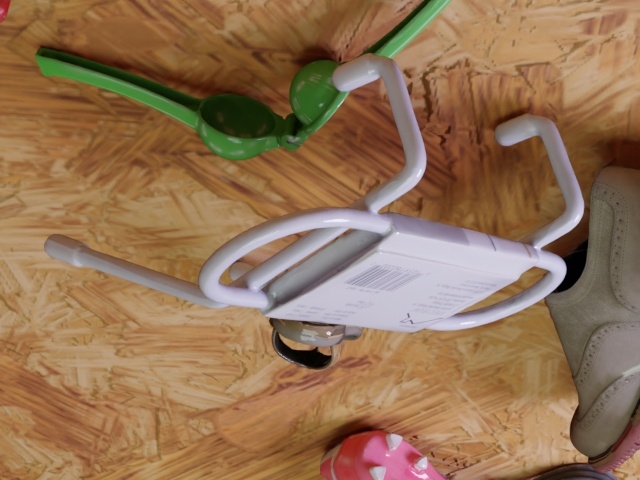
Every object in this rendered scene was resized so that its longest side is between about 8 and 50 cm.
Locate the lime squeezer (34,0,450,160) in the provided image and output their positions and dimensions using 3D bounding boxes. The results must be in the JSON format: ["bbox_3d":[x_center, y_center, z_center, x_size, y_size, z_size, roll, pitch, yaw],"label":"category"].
[{"bbox_3d":[-0.030,-0.114,1.098,0.310,0.059,0.110,-10,107,17],"label":"lime squeezer"}]

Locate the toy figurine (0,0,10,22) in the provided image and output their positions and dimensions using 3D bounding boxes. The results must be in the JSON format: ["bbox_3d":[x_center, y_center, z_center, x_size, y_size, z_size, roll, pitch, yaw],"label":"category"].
[{"bbox_3d":[-0.299,-0.105,0.983,0.191,0.217,0.362,24,137,-24],"label":"toy figurine"}]

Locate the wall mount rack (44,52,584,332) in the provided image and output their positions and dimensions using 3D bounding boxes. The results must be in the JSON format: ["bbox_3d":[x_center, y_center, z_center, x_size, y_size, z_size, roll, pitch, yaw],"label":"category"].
[{"bbox_3d":[0.000,0.000,1.113,0.304,0.130,0.350,-31,156,30],"label":"wall mount rack"}]

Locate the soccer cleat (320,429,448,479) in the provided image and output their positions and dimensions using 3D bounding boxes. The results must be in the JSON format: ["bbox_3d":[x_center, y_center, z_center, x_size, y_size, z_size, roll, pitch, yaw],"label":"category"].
[{"bbox_3d":[0.105,0.263,1.492,0.248,0.083,0.095,43,149,-19],"label":"soccer cleat"}]

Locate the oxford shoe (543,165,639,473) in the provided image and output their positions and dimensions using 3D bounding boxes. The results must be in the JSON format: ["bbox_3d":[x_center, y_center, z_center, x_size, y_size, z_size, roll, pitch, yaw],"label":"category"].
[{"bbox_3d":[0.233,0.058,1.256,0.130,0.123,0.348,26,143,13],"label":"oxford shoe"}]

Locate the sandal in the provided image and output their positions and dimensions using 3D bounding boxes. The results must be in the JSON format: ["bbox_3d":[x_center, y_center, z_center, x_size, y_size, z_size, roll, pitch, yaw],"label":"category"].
[{"bbox_3d":[-0.008,0.077,1.259,0.072,0.049,0.180,12,180,5],"label":"sandal"}]

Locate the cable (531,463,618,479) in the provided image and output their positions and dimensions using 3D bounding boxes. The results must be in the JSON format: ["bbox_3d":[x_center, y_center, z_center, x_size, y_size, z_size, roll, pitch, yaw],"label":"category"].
[{"bbox_3d":[0.146,0.268,1.561,0.139,0.072,0.287,43,116,-17],"label":"cable"}]
